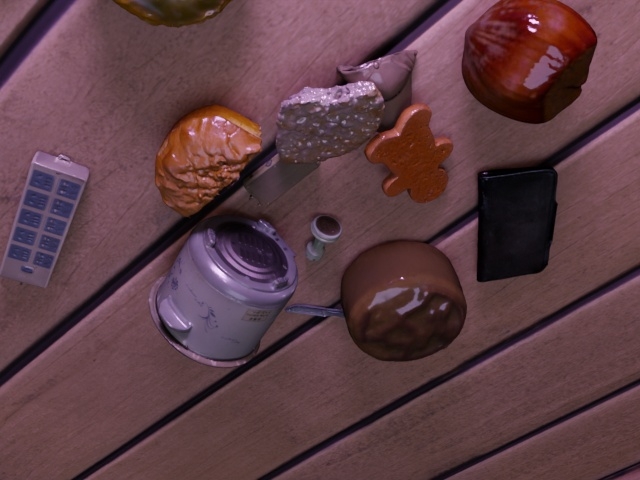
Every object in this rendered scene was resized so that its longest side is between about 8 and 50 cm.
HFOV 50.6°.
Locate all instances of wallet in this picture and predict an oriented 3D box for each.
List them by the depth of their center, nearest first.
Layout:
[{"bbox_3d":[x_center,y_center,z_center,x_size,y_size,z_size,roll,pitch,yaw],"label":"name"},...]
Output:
[{"bbox_3d":[0.427,-0.034,1.485,0.172,0.045,0.318,-8,133,6],"label":"wallet"}]

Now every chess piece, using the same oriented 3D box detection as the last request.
[{"bbox_3d":[0.000,0.000,1.466,0.067,0.067,0.103,10,139,-15],"label":"chess piece"}]

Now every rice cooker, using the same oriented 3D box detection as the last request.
[{"bbox_3d":[-0.203,0.110,1.414,0.317,0.264,0.316,-38,162,-15],"label":"rice cooker"}]

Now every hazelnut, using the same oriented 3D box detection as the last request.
[{"bbox_3d":[0.350,-0.311,1.154,0.181,0.181,0.212,-12,141,-35],"label":"hazelnut"}]

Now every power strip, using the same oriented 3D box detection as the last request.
[{"bbox_3d":[-0.083,-0.131,1.356,0.169,0.028,0.076,-35,127,21],"label":"power strip"},{"bbox_3d":[-0.574,-0.027,1.392,0.106,0.043,0.367,19,128,-21],"label":"power strip"}]

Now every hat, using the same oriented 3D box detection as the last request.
[{"bbox_3d":[0.118,-0.260,1.219,0.147,0.085,0.175,-15,131,6],"label":"hat"}]

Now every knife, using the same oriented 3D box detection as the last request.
[{"bbox_3d":[0.017,0.176,1.657,0.210,0.015,0.028,8,136,-12],"label":"knife"}]

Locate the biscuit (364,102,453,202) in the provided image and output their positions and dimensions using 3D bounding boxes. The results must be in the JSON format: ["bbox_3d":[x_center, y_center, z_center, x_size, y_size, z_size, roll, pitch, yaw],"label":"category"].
[{"bbox_3d":[0.182,-0.156,1.330,0.165,0.036,0.250,-38,140,7],"label":"biscuit"}]

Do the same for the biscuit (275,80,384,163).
[{"bbox_3d":[0.003,-0.211,1.214,0.188,0.040,0.265,25,142,-38],"label":"biscuit"}]

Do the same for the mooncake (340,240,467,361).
[{"bbox_3d":[0.191,0.148,1.554,0.284,0.155,0.284,-5,130,-6],"label":"mooncake"}]

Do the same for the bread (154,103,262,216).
[{"bbox_3d":[-0.223,-0.161,1.252,0.139,0.143,0.229,40,115,-22],"label":"bread"}]

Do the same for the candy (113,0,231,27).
[{"bbox_3d":[-0.222,-0.449,0.998,0.260,0.118,0.260,-4,128,-5],"label":"candy"}]
